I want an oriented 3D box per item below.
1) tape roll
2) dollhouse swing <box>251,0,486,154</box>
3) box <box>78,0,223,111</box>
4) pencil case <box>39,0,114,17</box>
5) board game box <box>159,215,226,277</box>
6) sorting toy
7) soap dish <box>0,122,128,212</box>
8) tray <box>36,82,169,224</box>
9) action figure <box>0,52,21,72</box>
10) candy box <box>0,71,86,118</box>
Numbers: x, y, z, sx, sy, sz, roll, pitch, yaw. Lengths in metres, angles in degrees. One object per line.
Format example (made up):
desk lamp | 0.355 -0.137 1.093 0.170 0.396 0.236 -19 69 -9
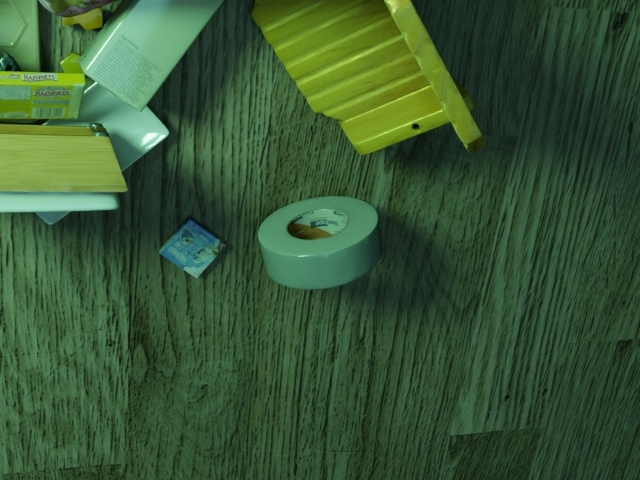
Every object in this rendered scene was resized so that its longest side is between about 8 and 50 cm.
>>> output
tape roll | 0.000 0.000 1.375 0.219 0.219 0.072 -14 119 -8
dollhouse swing | 0.052 -0.263 1.145 0.315 0.305 0.347 -19 126 26
box | -0.251 -0.347 1.183 0.113 0.094 0.275 37 95 -31
pencil case | -0.210 -0.402 1.021 0.386 0.160 0.167 -2 105 16
board game box | -0.240 0.013 1.430 0.090 0.020 0.090 37 103 -28
sorting toy | -0.501 -0.301 1.192 0.307 0.041 0.229 -1 114 -17
soap dish | -0.447 -0.117 1.157 0.290 0.229 0.118 0 103 -17
tray | -0.406 -0.157 1.292 0.270 0.030 0.145 -37 120 4
action figure | -0.571 -0.347 1.071 0.330 0.178 0.341 -49 148 14
candy box | -0.470 -0.220 1.156 0.205 0.027 0.105 -4 158 -26
